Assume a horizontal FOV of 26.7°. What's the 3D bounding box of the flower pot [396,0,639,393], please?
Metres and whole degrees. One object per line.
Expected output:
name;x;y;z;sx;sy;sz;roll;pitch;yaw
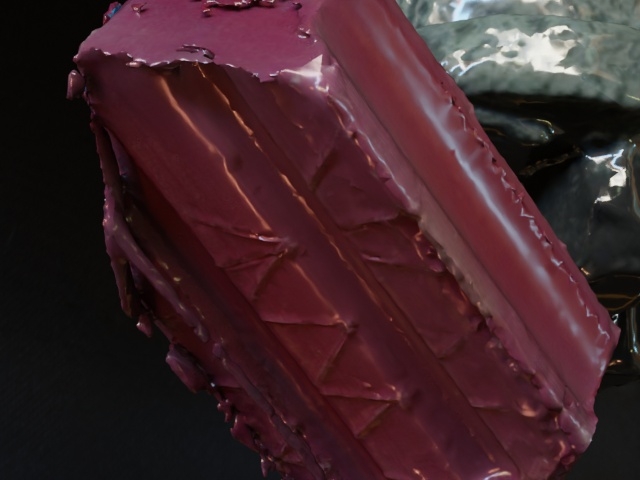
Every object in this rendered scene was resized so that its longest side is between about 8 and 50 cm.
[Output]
flower pot;0.095;-0.075;0.762;0.299;0.282;0.299;4;160;2

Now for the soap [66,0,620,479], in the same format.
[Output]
soap;0.000;0.000;0.553;0.162;0.099;0.250;-16;120;40
